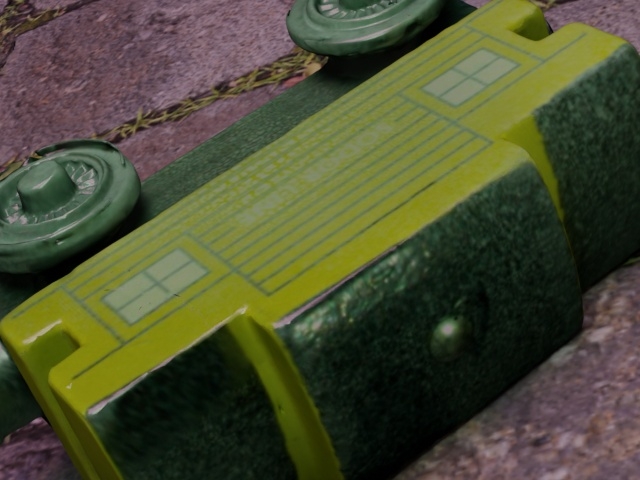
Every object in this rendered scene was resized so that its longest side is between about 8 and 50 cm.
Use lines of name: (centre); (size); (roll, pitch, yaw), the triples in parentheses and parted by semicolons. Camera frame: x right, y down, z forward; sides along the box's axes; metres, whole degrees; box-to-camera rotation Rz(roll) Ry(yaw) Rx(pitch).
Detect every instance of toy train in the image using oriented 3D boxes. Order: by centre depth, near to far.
toy train: (0.000, 0.000, 0.943); (0.442, 0.179, 0.272); (-34, 38, -18)
